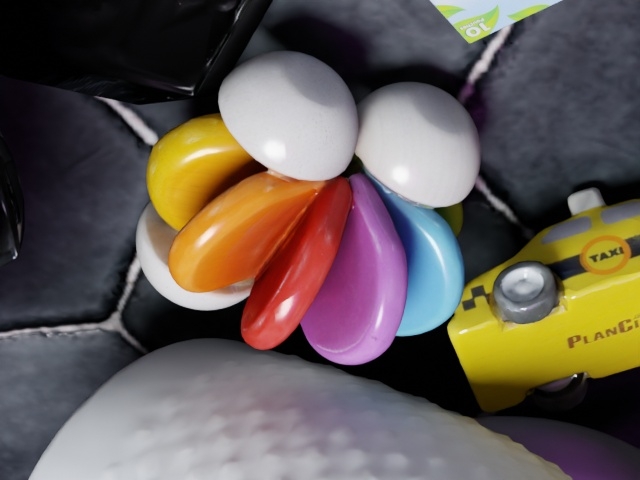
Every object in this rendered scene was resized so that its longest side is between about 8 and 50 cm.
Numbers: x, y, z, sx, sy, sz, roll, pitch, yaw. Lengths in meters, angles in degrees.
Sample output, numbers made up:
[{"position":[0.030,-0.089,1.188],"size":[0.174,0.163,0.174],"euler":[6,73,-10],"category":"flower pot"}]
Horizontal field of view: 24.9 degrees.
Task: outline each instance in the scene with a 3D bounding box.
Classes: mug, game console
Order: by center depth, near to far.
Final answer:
[{"position":[-0.080,-0.206,0.635],"size":[0.213,0.044,0.361],"euler":[18,133,-22],"category":"game console"},{"position":[0.062,0.204,0.823],"size":[0.328,0.374,0.276],"euler":[13,119,41],"category":"mug"}]

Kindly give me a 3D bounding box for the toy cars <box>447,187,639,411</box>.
[{"position":[0.214,-0.048,0.749],"size":[0.176,0.087,0.394],"euler":[17,129,-28],"category":"toy cars"}]

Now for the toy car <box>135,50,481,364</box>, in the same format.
[{"position":[0.000,0.000,0.755],"size":[0.182,0.136,0.159],"euler":[10,135,-29],"category":"toy car"}]

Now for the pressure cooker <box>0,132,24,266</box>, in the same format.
[{"position":[-0.344,0.036,0.637],"size":[0.420,0.370,0.375],"euler":[-24,144,-31],"category":"pressure cooker"}]

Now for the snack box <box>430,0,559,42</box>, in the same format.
[{"position":[0.077,-0.157,0.658],"size":[0.100,0.037,0.141],"euler":[-22,146,24],"category":"snack box"}]
